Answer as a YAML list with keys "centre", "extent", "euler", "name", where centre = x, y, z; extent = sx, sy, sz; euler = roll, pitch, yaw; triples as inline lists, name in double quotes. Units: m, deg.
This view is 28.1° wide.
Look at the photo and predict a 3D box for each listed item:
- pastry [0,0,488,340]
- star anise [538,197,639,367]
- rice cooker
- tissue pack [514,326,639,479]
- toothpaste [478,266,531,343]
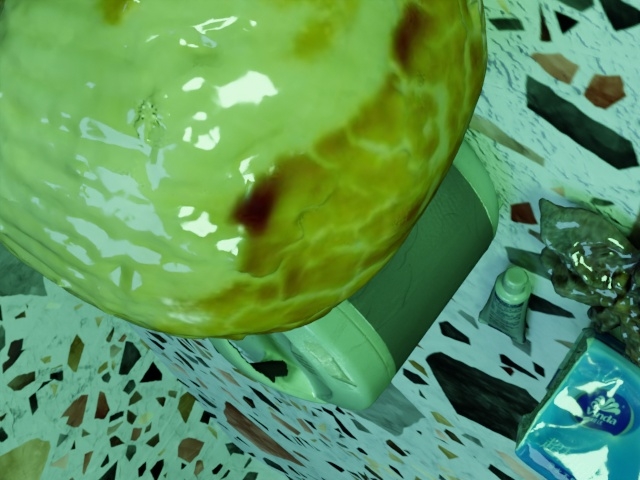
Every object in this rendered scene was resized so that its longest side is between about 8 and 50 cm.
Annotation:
- centre: [-0.054, -0.106, 0.901]
  extent: [0.312, 0.389, 0.388]
  euler: [22, 161, 5]
  name: "pastry"
- centre: [0.279, 0.053, 1.115]
  extent: [0.212, 0.073, 0.197]
  euler: [23, 154, 47]
  name: "star anise"
- centre: [-0.003, 0.002, 1.198]
  extent: [0.288, 0.277, 0.288]
  euler: [34, 165, 11]
  name: "rice cooker"
- centre: [0.329, 0.212, 1.227]
  extent: [0.263, 0.146, 0.198]
  euler: [35, -174, 9]
  name: "tissue pack"
- centre: [0.200, 0.070, 1.374]
  extent: [0.062, 0.037, 0.216]
  euler: [33, 166, 14]
  name: "toothpaste"
